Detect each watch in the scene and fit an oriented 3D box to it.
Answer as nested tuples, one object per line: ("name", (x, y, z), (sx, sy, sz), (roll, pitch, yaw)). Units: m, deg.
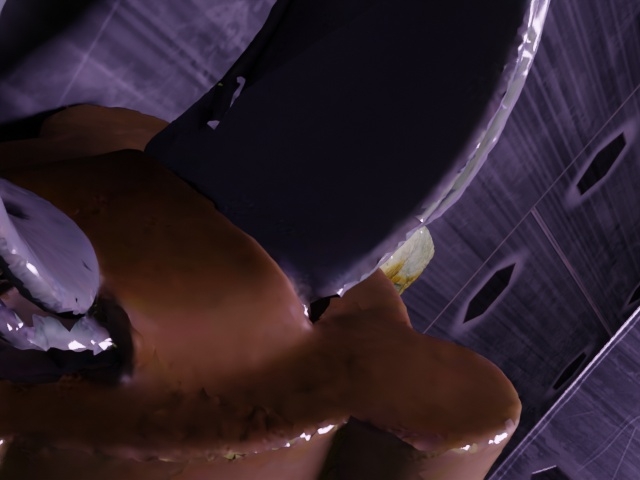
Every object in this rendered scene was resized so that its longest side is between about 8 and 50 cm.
("watch", (-0.079, -0.070, 0.476), (0.335, 0.314, 0.327), (-14, 128, -38))

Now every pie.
("pie", (0.024, 0.049, 1.085), (0.187, 0.041, 0.187), (-35, 162, -13))
